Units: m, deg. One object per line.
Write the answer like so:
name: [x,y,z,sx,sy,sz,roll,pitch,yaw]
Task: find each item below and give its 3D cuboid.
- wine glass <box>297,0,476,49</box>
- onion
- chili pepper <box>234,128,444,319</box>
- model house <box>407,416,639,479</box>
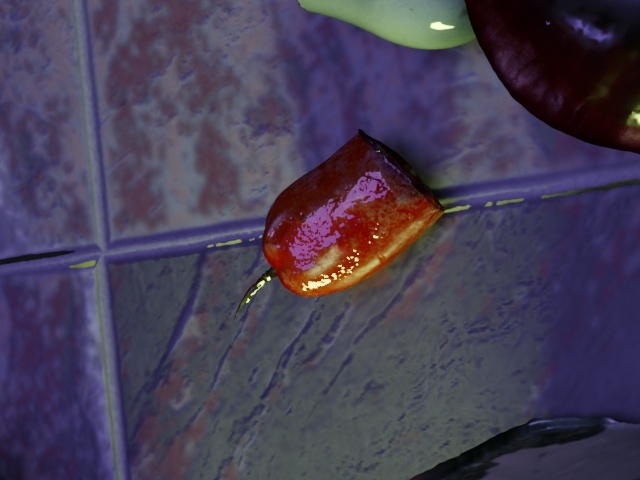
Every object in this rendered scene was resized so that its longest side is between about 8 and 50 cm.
wine glass: [0.080,-0.178,1.056,0.202,0.093,0.093,20,102,32]
onion: [0.217,-0.185,0.855,0.273,0.285,0.273,1,71,-3]
chili pepper: [0.000,0.000,1.119,0.192,0.084,0.086,-40,53,22]
model house: [0.138,0.285,0.946,0.190,0.271,0.300,4,109,48]
